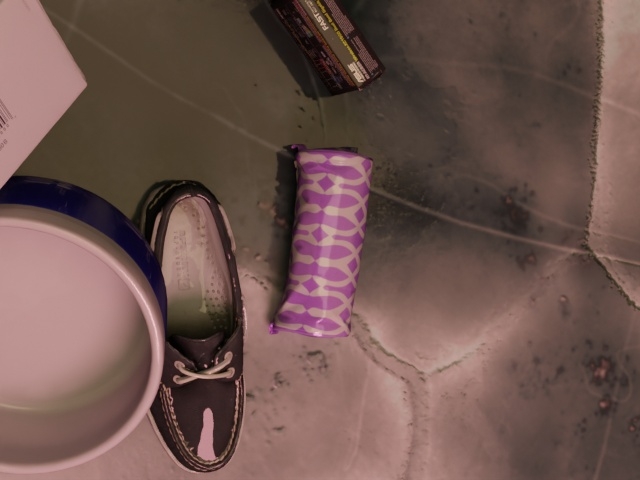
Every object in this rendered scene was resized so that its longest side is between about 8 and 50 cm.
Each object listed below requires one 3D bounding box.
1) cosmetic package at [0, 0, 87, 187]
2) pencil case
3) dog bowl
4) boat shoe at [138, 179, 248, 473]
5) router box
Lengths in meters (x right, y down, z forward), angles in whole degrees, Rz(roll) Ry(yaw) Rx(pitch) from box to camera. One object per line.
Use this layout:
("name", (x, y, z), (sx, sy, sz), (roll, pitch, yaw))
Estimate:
("cosmetic package", (-0.370, -0.128, 1.131), (0.224, 0.225, 0.138), (-55, 146, -23))
("pencil case", (0.000, 0.000, 1.358), (0.088, 0.086, 0.206), (7, 88, 18))
("dog bowl", (-0.274, 0.078, 1.215), (0.265, 0.104, 0.265), (-1, 115, -2))
("boat shoe", (-0.128, 0.092, 1.318), (0.114, 0.091, 0.302), (-12, 96, -16))
("router box", (0.006, -0.208, 1.344), (0.038, 0.092, 0.122), (-38, 102, -11))
